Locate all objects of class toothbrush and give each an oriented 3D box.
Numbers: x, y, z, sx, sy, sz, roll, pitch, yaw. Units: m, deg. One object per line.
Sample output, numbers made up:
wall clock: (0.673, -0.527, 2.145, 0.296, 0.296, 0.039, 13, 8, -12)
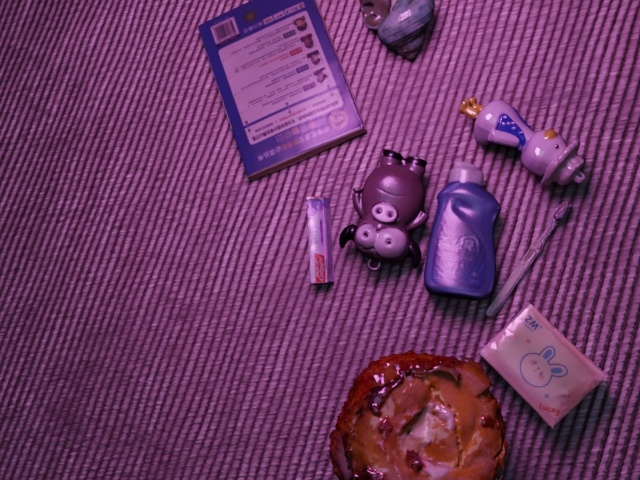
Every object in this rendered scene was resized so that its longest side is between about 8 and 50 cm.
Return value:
toothbrush: (0.429, 0.040, 1.333, 0.026, 0.028, 0.294, 35, 94, 18)

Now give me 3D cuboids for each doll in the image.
doll: (0.148, -0.059, 1.368, 0.182, 0.117, 0.257, 17, 81, 10)
doll: (0.420, -0.208, 1.334, 0.293, 0.138, 0.119, 40, 131, 19)

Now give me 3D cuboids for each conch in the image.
conch: (0.174, -0.509, 1.447, 0.176, 0.122, 0.188, -14, 74, 32)

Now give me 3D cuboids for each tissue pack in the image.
tissue pack: (0.428, 0.241, 1.258, 0.148, 0.092, 0.196, -45, 73, 2)

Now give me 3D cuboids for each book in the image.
book: (-0.099, -0.388, 1.527, 0.300, 0.039, 0.428, -21, 75, 9)

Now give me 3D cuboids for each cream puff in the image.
cream puff: (0.176, 0.374, 1.221, 0.350, 0.228, 0.350, 2, 80, -11)

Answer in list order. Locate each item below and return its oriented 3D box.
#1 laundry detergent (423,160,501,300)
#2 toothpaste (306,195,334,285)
laundry detergent: (0.298, -0.025, 1.338, 0.143, 0.094, 0.290, 4, 81, 18)
toothpaste: (0.000, 0.000, 1.432, 0.047, 0.040, 0.196, -5, 79, 14)
